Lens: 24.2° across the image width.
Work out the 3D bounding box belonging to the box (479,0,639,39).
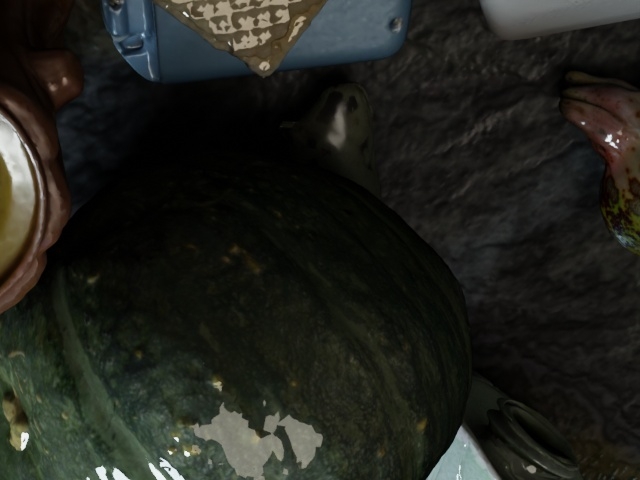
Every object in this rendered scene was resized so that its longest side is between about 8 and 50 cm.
[{"bbox_3d":[0.170,-0.218,0.814,0.206,0.291,0.262,-15,83,10],"label":"box"}]

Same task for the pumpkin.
[{"bbox_3d":[-0.077,0.093,0.909,0.327,0.291,0.257,-41,83,32],"label":"pumpkin"}]

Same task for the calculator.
[{"bbox_3d":[-0.032,-0.160,0.927,0.210,0.039,0.121,-9,124,-10],"label":"calculator"}]

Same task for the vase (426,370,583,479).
[{"bbox_3d":[0.020,0.300,1.129,0.250,0.250,0.445,32,106,-30],"label":"vase"}]

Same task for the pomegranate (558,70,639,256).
[{"bbox_3d":[0.238,-0.053,1.018,0.163,0.125,0.138,18,128,-23],"label":"pomegranate"}]

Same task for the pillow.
[{"bbox_3d":[-0.001,0.001,1.033,0.093,0.051,0.241,-8,126,-2],"label":"pillow"}]

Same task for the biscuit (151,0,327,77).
[{"bbox_3d":[-0.161,-0.252,0.785,0.426,0.078,0.144,34,102,-23],"label":"biscuit"}]

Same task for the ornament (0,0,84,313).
[{"bbox_3d":[-0.230,-0.067,0.825,0.221,0.217,0.235,-18,123,-4],"label":"ornament"}]
